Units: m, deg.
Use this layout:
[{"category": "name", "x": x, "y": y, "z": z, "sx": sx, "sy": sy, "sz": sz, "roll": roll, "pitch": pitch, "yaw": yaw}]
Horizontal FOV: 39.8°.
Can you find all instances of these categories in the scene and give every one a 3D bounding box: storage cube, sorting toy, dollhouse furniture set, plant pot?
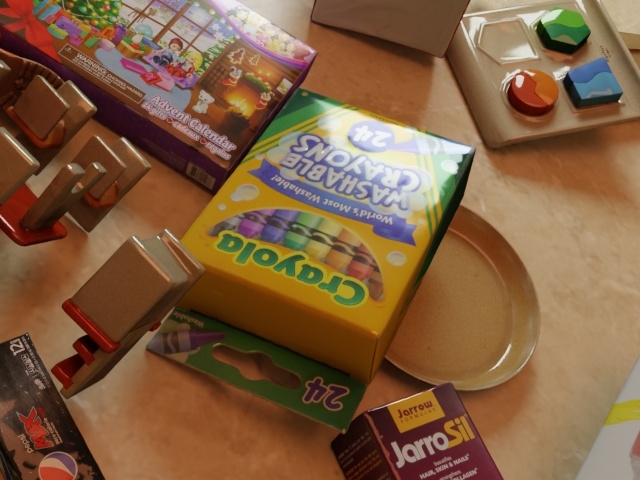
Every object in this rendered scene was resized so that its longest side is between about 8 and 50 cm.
[{"category": "storage cube", "x": 0.106, "y": -0.379, "z": 1.101, "sx": 0.184, "sy": 0.215, "sz": 0.193, "roll": 15, "pitch": 54, "yaw": -6}, {"category": "sorting toy", "x": 0.280, "y": -0.271, "z": 1.170, "sx": 0.229, "sy": 0.041, "sz": 0.307, "roll": -13, "pitch": 63, "yaw": -9}, {"category": "dollhouse furniture set", "x": -0.234, "y": -0.016, "z": 0.713, "sx": 0.259, "sy": 0.135, "sz": 0.262, "roll": 46, "pitch": 12, "yaw": 4}, {"category": "plant pot", "x": 0.122, "y": 0.054, "z": 0.935, "sx": 0.236, "sy": 0.032, "sz": 0.236, "roll": 11, "pitch": 55, "yaw": -16}]

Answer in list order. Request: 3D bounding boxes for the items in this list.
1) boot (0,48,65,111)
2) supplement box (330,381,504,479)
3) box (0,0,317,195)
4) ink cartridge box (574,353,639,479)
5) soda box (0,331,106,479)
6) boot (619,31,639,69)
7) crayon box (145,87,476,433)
[{"category": "boot", "x": -0.311, "y": -0.162, "z": 0.864, "sx": 0.158, "sy": 0.085, "sz": 0.059, "roll": 32, "pitch": 91, "yaw": -31}, {"category": "supplement box", "x": 0.102, "y": 0.233, "z": 0.775, "sx": 0.104, "sy": 0.081, "sz": 0.188, "roll": -13, "pitch": 65, "yaw": -31}, {"category": "box", "x": -0.176, "y": -0.204, "z": 0.942, "sx": 0.293, "sy": 0.057, "sz": 0.201, "roll": 32, "pitch": 56, "yaw": -1}, {"category": "ink cartridge box", "x": 0.370, "y": 0.269, "z": 0.775, "sx": 0.279, "sy": 0.160, "sz": 0.385, "roll": 54, "pitch": 51, "yaw": -11}, {"category": "soda box", "x": -0.222, "y": 0.161, "z": 0.692, "sx": 0.060, "sy": 0.053, "sz": 0.169, "roll": -23, "pitch": 69, "yaw": -33}, {"category": "boot", "x": 0.472, "y": -0.287, "z": 1.287, "sx": 0.270, "sy": 0.089, "sz": 0.236, "roll": -2, "pitch": 59, "yaw": -24}, {"category": "crayon box", "x": 0.000, "y": 0.000, "z": 0.847, "sx": 0.203, "sy": 0.083, "sz": 0.323, "roll": 21, "pitch": 50, "yaw": 13}]
